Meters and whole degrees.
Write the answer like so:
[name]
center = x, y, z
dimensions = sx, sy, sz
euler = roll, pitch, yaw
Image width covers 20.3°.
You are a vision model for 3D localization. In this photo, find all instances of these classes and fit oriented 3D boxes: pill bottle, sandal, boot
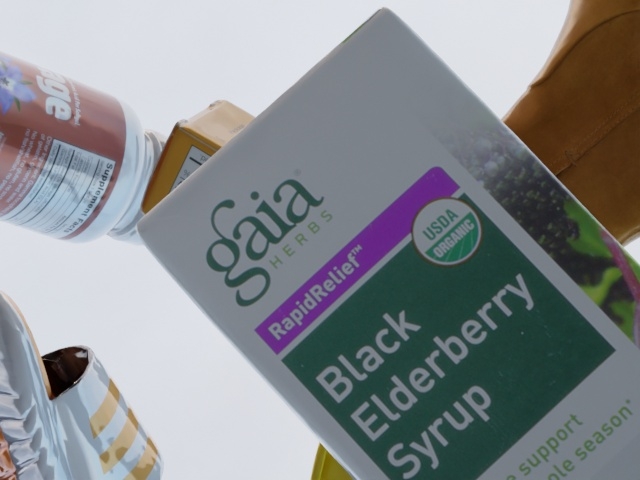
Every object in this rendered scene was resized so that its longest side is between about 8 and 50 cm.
[pill bottle]
center = -0.213, -0.068, 1.359
dimensions = 0.121, 0.216, 0.121
euler = -25, -124, 43
[sandal]
center = -0.118, 0.128, 0.897
dimensions = 0.076, 0.265, 0.102
euler = -28, -152, -29
[boot]
center = 0.203, -0.136, 1.438
dimensions = 0.211, 0.104, 0.295
euler = -35, -112, 3

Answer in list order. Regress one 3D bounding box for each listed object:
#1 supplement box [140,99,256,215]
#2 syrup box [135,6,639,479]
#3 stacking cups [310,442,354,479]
[supplement box]
center = 0.000, 0.000, 1.193
dimensions = 0.233, 0.078, 0.080
euler = 34, -64, 9
[syrup box]
center = 0.063, 0.057, 0.497
dimensions = 0.093, 0.096, 0.237
euler = -42, -99, -4
[stacking cups]
center = 0.156, 0.148, 0.930
dimensions = 0.316, 0.096, 0.096
euler = 7, -105, 13
